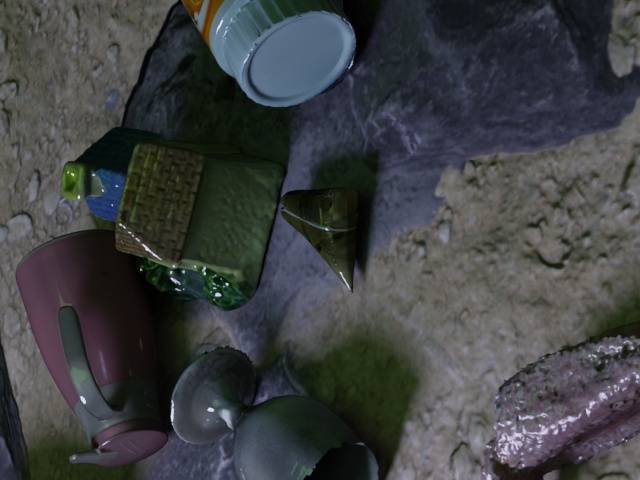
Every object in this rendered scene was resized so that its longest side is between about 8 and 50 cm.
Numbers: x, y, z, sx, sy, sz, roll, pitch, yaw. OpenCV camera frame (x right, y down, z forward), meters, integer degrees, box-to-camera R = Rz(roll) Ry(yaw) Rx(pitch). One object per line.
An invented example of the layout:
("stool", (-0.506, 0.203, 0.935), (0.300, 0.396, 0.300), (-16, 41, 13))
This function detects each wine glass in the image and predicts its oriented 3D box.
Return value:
("wine glass", (-0.050, 0.210, 1.892), (0.241, 0.126, 0.126), (27, 100, 47))

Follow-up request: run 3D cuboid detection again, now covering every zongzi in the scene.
("zongzi", (0.000, 0.000, 1.949), (0.104, 0.052, 0.113), (-1, 93, 52))

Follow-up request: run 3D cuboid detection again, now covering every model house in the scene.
("model house", (-0.188, -0.036, 2.042), (0.214, 0.189, 0.195), (19, 92, 44))

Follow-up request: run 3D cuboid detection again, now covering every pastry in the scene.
("pastry", (0.243, 0.146, 1.632), (0.265, 0.103, 0.112), (-42, 47, 28))

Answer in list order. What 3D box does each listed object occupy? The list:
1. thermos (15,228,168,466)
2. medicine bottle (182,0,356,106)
("thermos", (-0.260, 0.129, 2.090), (0.146, 0.176, 0.265), (-25, 62, 9))
("medicine bottle", (-0.086, -0.303, 2.021), (0.158, 0.158, 0.318), (-50, 50, 25))
